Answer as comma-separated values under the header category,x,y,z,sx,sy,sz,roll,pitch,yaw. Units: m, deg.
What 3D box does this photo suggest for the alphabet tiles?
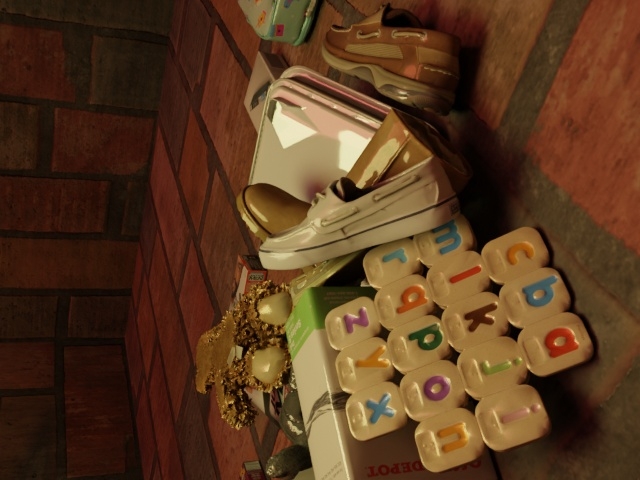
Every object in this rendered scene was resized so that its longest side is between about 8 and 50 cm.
category,x,y,z,sx,sy,sz,roll,pitch,yaw
alphabet tiles,0.143,0.106,0.781,0.278,0.021,0.284,-26,54,16

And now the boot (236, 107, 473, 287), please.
category,x,y,z,sx,sy,sz,roll,pitch,yaw
boot,0.036,-0.074,0.938,0.269,0.236,0.089,-52,-3,35

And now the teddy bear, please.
category,x,y,z,sx,sy,sz,roll,pitch,yaw
teddy bear,-0.111,0.187,1.181,0.338,0.113,0.245,-50,40,46

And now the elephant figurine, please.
category,x,y,z,sx,sy,sz,roll,pitch,yaw
elephant figurine,0.008,0.240,1.007,0.186,0.240,0.169,160,110,-65

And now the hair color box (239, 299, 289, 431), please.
category,x,y,z,sx,sy,sz,roll,pitch,yaw
hair color box,-0.057,0.235,1.318,0.374,0.114,0.185,-168,82,-67

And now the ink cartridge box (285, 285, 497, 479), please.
category,x,y,z,sx,sy,sz,roll,pitch,yaw
ink cartridge box,0.082,0.202,0.894,0.114,0.198,0.272,121,144,-50

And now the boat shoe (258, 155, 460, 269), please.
category,x,y,z,sx,sy,sz,roll,pitch,yaw
boat shoe,0.033,-0.034,0.850,0.268,0.096,0.088,-15,103,29

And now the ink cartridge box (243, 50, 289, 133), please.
category,x,y,z,sx,sy,sz,roll,pitch,yaw
ink cartridge box,-0.109,-0.239,1.540,0.296,0.066,0.261,-116,37,-48

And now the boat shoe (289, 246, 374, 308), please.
category,x,y,z,sx,sy,sz,roll,pitch,yaw
boat shoe,0.012,0.041,0.925,0.153,0.056,0.048,-42,57,38

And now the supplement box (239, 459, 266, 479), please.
category,x,y,z,sx,sy,sz,roll,pitch,yaw
supplement box,-0.155,0.560,1.598,0.083,0.043,0.055,-125,41,-55

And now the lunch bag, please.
category,x,y,z,sx,sy,sz,roll,pitch,yaw
lunch bag,-0.078,-0.551,1.443,0.224,0.108,0.279,-66,33,31

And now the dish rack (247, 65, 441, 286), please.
category,x,y,z,sx,sy,sz,roll,pitch,yaw
dish rack,0.012,-0.089,1.058,0.333,0.072,0.285,31,120,29

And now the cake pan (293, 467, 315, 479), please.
category,x,y,z,sx,sy,sz,roll,pitch,yaw
cake pan,-0.001,0.461,1.039,0.293,0.054,0.293,-2,-90,-76

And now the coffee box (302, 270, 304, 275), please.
category,x,y,z,sx,sy,sz,roll,pitch,yaw
coffee box,0.000,0.000,1.297,0.113,0.040,0.184,153,116,-63

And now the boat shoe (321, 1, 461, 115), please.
category,x,y,z,sx,sy,sz,roll,pitch,yaw
boat shoe,0.106,-0.279,1.006,0.324,0.123,0.116,44,121,52

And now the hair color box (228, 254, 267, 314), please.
category,x,y,z,sx,sy,sz,roll,pitch,yaw
hair color box,-0.179,0.129,1.682,0.093,0.053,0.167,-131,50,-59
